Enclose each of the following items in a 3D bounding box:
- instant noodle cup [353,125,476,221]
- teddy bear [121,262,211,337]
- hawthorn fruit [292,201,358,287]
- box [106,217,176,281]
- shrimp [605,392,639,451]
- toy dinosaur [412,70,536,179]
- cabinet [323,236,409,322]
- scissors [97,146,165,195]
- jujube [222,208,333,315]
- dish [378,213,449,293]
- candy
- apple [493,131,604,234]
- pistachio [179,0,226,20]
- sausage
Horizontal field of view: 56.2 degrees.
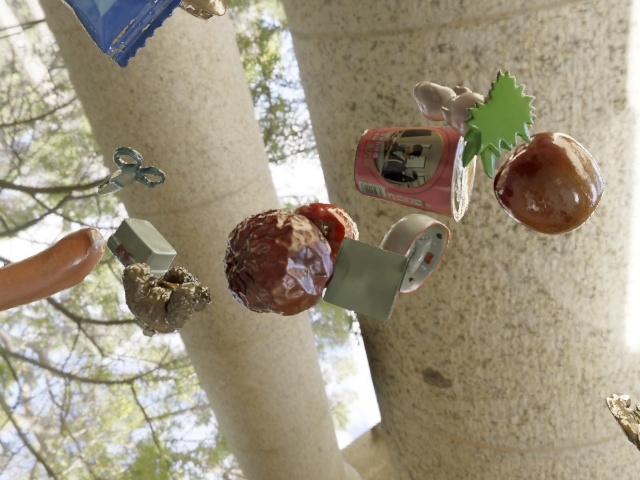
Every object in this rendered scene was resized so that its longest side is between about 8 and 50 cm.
[{"bbox_3d":[0.223,-0.176,1.415,0.254,0.244,0.244,10,-145,25],"label":"instant noodle cup"},{"bbox_3d":[-0.309,0.116,1.228,0.177,0.140,0.190,16,-165,8],"label":"teddy bear"},{"bbox_3d":[0.000,0.000,1.612,0.241,0.272,0.242,2,-116,-4],"label":"hawthorn fruit"},{"bbox_3d":[-0.592,0.031,1.988,0.210,0.129,0.148,43,-164,24],"label":"box"},{"bbox_3d":[0.483,0.278,0.901,0.133,0.053,0.236,31,-162,16],"label":"shrimp"},{"bbox_3d":[0.242,-0.186,0.984,0.152,0.194,0.177,-58,-166,-5],"label":"toy dinosaur"},{"bbox_3d":[0.109,0.088,1.355,0.145,0.150,0.206,18,180,10],"label":"cabinet"},{"bbox_3d":[-0.508,-0.161,1.538,0.289,0.138,0.041,-16,-134,46],"label":"scissors"},{"bbox_3d":[-0.091,0.042,1.193,0.213,0.213,0.232,-31,-161,-29],"label":"jujube"},{"bbox_3d":[0.257,0.027,1.763,0.256,0.256,0.117,-32,-129,-31],"label":"dish"},{"bbox_3d":[-0.316,-0.407,0.760,0.187,0.331,0.077,-43,-159,5],"label":"candy"},{"bbox_3d":[0.415,-0.106,1.097,0.181,0.168,0.181,-51,-177,4],"label":"apple"},{"bbox_3d":[-0.221,-0.482,0.976,0.162,0.213,0.260,-11,-171,10],"label":"pistachio"},{"bbox_3d":[-0.257,0.038,0.465,0.186,0.043,0.043,-20,-152,-9],"label":"sausage"}]
